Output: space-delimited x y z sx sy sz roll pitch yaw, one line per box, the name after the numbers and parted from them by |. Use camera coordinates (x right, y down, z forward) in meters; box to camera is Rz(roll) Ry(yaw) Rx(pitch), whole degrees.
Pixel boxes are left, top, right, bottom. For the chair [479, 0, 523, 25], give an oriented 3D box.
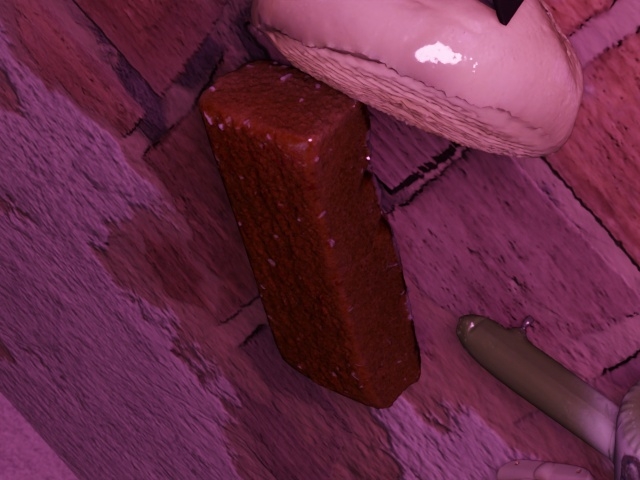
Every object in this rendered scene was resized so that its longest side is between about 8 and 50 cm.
0.155 -0.244 1.377 0.260 0.141 0.154 33 175 17 | chair

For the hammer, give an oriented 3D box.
0.262 0.164 1.836 0.335 0.119 0.206 37 151 33 | hammer

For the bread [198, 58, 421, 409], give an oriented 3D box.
0.000 0.000 1.980 0.165 0.113 0.416 27 148 35 | bread

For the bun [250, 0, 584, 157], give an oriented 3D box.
0.091 -0.172 1.559 0.287 0.146 0.287 25 179 1 | bun

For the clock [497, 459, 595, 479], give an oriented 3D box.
0.204 0.315 2.009 0.151 0.191 0.062 -1 126 55 | clock
